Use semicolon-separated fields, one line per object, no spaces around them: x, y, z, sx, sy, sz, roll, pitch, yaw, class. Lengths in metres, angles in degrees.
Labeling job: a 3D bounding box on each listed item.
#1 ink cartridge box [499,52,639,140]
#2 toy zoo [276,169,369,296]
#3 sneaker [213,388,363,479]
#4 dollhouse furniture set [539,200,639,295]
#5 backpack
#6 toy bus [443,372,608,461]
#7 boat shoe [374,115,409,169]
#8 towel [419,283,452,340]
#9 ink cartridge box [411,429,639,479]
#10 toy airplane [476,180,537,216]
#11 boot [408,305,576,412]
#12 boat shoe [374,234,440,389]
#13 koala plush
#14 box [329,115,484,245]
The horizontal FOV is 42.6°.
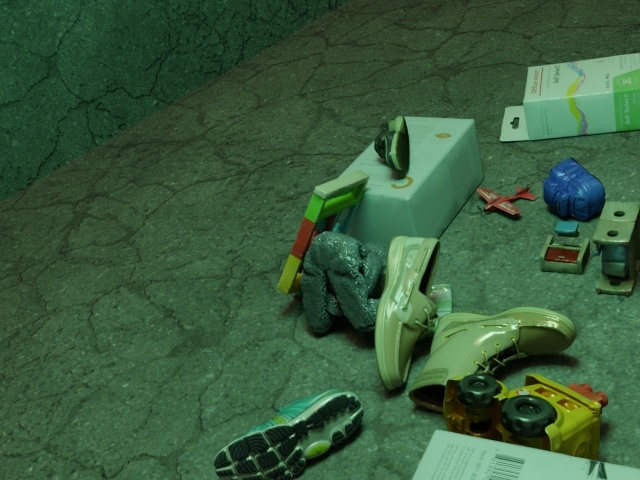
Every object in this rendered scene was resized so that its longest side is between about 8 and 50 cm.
0.634;-0.363;2.095;0.353;0.119;0.207;-4;35;20;ink cartridge box
0.000;0.000;1.733;0.030;0.293;0.192;32;28;20;toy zoo
-0.056;0.339;1.417;0.275;0.107;0.110;-23;13;-17;sneaker
0.511;0.011;1.579;0.183;0.129;0.129;5;39;30;dollhouse furniture set
0.546;-0.098;1.765;0.101;0.098;0.120;-35;48;-10;backpack
0.331;0.274;1.274;0.211;0.150;0.220;-21;27;-31;toy bus
0.156;-0.210;1.827;0.073;0.080;0.223;-13;27;16;boat shoe
0.204;0.143;1.630;0.113;0.023;0.152;-9;33;15;towel
0.289;0.426;1.024;0.394;0.166;0.285;4;39;32;ink cartridge box
0.427;-0.095;1.876;0.151;0.028;0.151;-12;34;8;toy airplane
0.294;0.209;1.410;0.261;0.095;0.203;-3;33;33;boot
0.167;0.128;1.519;0.098;0.109;0.302;0;61;20;boat shoe
0.088;0.062;1.673;0.196;0.203;0.221;-5;9;46;koala plush
0.206;-0.132;1.910;0.215;0.168;0.345;9;40;35;box
